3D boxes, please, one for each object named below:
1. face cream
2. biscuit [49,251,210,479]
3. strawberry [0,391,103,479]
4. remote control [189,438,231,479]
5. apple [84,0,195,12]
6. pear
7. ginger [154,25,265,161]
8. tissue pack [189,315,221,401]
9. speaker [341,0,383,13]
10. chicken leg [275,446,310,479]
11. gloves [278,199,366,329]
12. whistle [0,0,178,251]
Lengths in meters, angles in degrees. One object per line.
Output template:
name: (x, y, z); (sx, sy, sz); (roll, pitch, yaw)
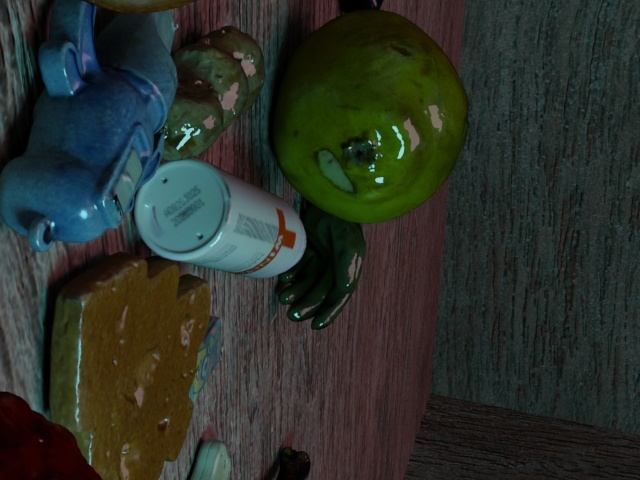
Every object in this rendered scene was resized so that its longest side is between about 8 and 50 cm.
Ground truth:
face cream: (-0.087, -0.013, 1.109); (0.345, 0.102, 0.102); (21, 78, -75)
biscuit: (-0.178, 0.117, 0.943); (0.306, 0.043, 0.283); (74, 30, -57)
strawberry: (-0.182, 0.238, 0.574); (0.317, 0.295, 0.345); (35, 39, -37)
remote control: (-0.141, 0.300, 1.246); (0.074, 0.032, 0.122); (83, 21, -50)
apple: (-0.113, -0.235, 0.609); (0.235, 0.210, 0.173); (19, 69, -63)
pear: (0.063, -0.159, 1.337); (0.321, 0.269, 0.269); (-82, 178, -76)
ginger: (-0.108, -0.137, 0.980); (0.204, 0.080, 0.104); (-58, 160, -62)
tissue pack: (-0.136, 0.126, 1.142); (0.083, 0.035, 0.063); (-58, 154, -57)
speaker: (0.056, -0.382, 1.574); (0.094, 0.060, 0.075); (47, 43, -27)
chicken leg: (-0.076, 0.450, 1.500); (0.158, 0.096, 0.407); (92, 12, -45)
gloves: (0.011, 0.000, 1.508); (0.107, 0.135, 0.268); (24, 69, -33)
whistle: (-0.163, -0.094, 0.788); (0.180, 0.093, 0.269); (77, 19, -45)
